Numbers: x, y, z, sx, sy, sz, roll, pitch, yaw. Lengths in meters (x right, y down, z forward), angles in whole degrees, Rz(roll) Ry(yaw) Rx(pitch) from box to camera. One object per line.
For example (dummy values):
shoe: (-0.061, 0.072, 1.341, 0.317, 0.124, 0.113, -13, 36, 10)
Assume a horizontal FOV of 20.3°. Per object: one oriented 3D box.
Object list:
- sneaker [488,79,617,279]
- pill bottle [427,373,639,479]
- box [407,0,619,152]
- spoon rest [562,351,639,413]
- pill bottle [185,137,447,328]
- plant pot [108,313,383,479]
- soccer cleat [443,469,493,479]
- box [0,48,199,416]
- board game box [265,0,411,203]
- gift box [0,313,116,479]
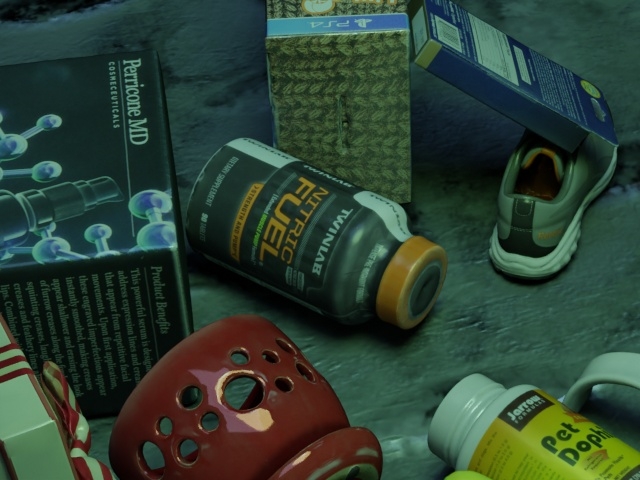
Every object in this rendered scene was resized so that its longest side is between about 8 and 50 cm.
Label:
sneaker: (0.244, -0.082, 1.826, 0.100, 0.108, 0.271, 10, 45, 16)
pill bottle: (0.198, 0.202, 1.531, 0.215, 0.117, 0.117, 32, 55, 31)
box: (0.190, -0.163, 1.774, 0.225, 0.036, 0.136, 27, 27, -16)
spoon rest: (0.346, 0.169, 1.579, 0.276, 0.084, 0.137, 21, 47, 24)
pill bottle: (0.000, 0.000, 1.741, 0.246, 0.130, 0.130, 24, 51, 26)
plant pot: (-0.057, 0.187, 1.521, 0.191, 0.191, 0.174, -32, 61, -26)
soccer cleat: (0.206, 0.261, 1.409, 0.121, 0.093, 0.289, -41, 44, -9)
box: (-0.328, 0.006, 1.699, 0.395, 0.212, 0.293, -7, 44, -4)
board game box: (0.017, -0.217, 1.888, 0.141, 0.232, 0.291, -3, 45, 1)
gift box: (-0.295, 0.229, 1.452, 0.258, 0.276, 0.255, -22, 34, -13)
